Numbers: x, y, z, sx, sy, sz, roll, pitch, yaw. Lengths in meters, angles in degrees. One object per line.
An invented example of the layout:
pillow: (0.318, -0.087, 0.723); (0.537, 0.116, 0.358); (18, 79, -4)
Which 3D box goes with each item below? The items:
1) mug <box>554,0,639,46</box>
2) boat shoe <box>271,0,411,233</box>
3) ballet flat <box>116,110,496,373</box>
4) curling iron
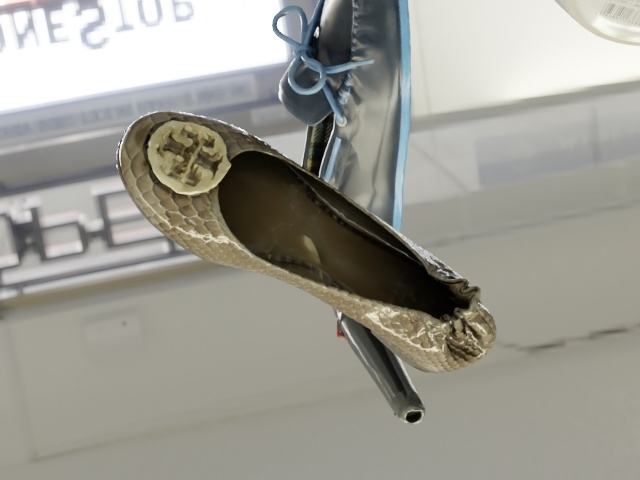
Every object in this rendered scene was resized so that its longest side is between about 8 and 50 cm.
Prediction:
mug: (0.080, -0.079, 0.305); (0.078, 0.062, 0.064); (-9, -126, 32)
boat shoe: (0.014, -0.096, 0.946); (0.089, 0.258, 0.109); (-2, -152, -4)
ballet flat: (0.000, 0.000, 0.796); (0.058, 0.250, 0.084); (-28, -148, 60)
curling iron: (0.011, 0.055, 0.998); (0.068, 0.035, 0.274); (-12, -148, -18)
